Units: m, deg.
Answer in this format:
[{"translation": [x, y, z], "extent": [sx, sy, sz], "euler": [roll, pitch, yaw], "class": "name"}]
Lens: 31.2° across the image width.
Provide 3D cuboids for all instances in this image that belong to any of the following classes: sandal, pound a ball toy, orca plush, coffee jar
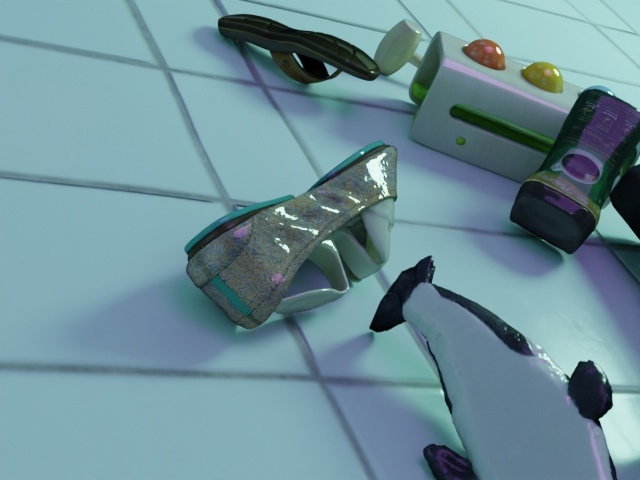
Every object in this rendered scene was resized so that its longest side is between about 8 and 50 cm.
[{"translation": [-0.029, -0.224, 1.398], "extent": [0.219, 0.060, 0.090], "euler": [18, 21, 16], "class": "sandal"}, {"translation": [0.234, -0.189, 1.455], "extent": [0.319, 0.136, 0.208], "euler": [21, 30, -9], "class": "pound a ball toy"}, {"translation": [0.144, 0.147, 0.937], "extent": [0.151, 0.102, 0.287], "euler": [-44, 52, -12], "class": "orca plush"}, {"translation": [0.294, -0.077, 1.300], "extent": [0.096, 0.079, 0.184], "euler": [31, 68, 12], "class": "coffee jar"}]

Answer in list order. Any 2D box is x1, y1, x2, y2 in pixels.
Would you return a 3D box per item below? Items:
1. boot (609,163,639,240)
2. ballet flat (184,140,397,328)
[{"translation": [0.410, 0.048, 1.189], "extent": [0.367, 0.146, 0.445], "euler": [23, 32, -25], "class": "boot"}, {"translation": [0.000, 0.000, 1.035], "extent": [0.106, 0.107, 0.316], "euler": [52, 40, 6], "class": "ballet flat"}]
